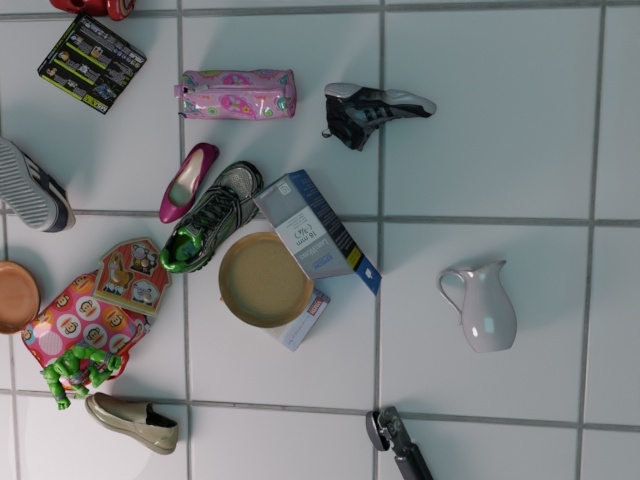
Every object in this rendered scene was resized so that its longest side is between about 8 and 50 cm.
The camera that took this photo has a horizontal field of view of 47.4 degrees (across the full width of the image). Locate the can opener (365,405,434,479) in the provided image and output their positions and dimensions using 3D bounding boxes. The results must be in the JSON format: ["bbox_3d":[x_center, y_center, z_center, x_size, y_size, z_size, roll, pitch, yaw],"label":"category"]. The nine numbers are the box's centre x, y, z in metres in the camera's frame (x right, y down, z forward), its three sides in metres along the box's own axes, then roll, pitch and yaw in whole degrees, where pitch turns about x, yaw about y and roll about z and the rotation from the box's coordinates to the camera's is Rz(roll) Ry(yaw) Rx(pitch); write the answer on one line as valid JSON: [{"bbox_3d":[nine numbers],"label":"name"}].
[{"bbox_3d":[0.205,0.551,1.840,0.095,0.076,0.283,-21,95,43],"label":"can opener"}]

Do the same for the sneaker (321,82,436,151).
[{"bbox_3d":[0.132,-0.281,1.714,0.268,0.101,0.153,11,100,13],"label":"sneaker"}]

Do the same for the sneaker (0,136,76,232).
[{"bbox_3d":[-0.749,-0.133,1.863,0.126,0.127,0.321,-44,70,8],"label":"sneaker"}]

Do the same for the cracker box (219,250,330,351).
[{"bbox_3d":[-0.113,0.147,1.823,0.232,0.067,0.156,36,101,4],"label":"cracker box"}]

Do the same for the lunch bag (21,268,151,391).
[{"bbox_3d":[-0.595,0.244,1.883,0.293,0.120,0.258,-39,91,11],"label":"lunch bag"}]

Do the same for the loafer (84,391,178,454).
[{"bbox_3d":[-0.486,0.461,1.912,0.268,0.102,0.092,29,100,-6],"label":"loafer"}]

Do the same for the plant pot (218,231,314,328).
[{"bbox_3d":[-0.130,0.095,1.769,0.236,0.032,0.236,1,97,9],"label":"plant pot"}]

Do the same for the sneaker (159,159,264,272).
[{"bbox_3d":[-0.262,-0.046,1.780,0.134,0.146,0.343,38,101,2],"label":"sneaker"}]

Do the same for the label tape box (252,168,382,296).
[{"bbox_3d":[0.000,0.000,1.697,0.106,0.240,0.334,-35,91,11],"label":"label tape box"}]

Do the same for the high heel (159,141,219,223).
[{"bbox_3d":[-0.335,-0.137,1.793,0.082,0.117,0.244,43,101,1],"label":"high heel"}]

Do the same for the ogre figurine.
[{"bbox_3d":[-0.599,0.322,1.798,0.197,0.097,0.118,-30,109,24],"label":"ogre figurine"}]

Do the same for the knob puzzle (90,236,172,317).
[{"bbox_3d":[-0.464,0.078,1.836,0.213,0.030,0.213,7,73,-22],"label":"knob puzzle"}]

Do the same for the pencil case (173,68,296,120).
[{"bbox_3d":[-0.199,-0.350,1.743,0.284,0.124,0.124,2,98,8],"label":"pencil case"}]

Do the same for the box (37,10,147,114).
[{"bbox_3d":[-0.551,-0.426,1.766,0.184,0.190,0.045,-47,44,14],"label":"box"}]

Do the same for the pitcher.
[{"bbox_3d":[0.371,0.160,1.735,0.177,0.125,0.207,-10,85,30],"label":"pitcher"}]

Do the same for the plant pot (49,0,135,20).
[{"bbox_3d":[-0.530,-0.624,1.727,0.174,0.191,0.191,14,100,-2],"label":"plant pot"}]

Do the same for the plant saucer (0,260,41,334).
[{"bbox_3d":[-0.831,0.151,1.943,0.200,0.037,0.200,1,94,12],"label":"plant saucer"}]
